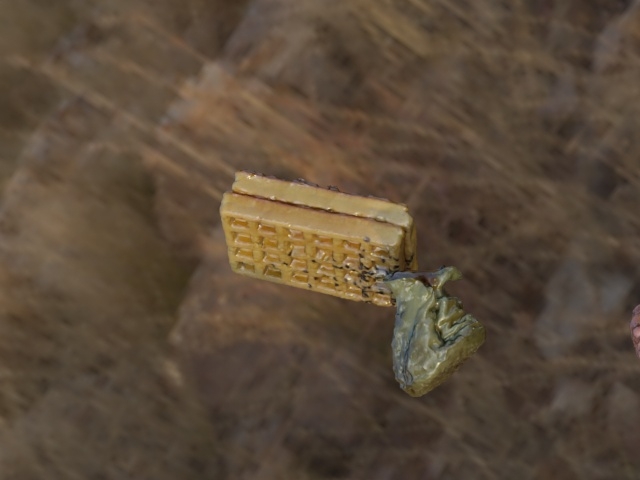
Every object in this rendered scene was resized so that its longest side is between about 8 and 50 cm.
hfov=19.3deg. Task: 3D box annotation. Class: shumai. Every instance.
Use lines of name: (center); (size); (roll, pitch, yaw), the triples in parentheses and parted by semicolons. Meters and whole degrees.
shumai: (0.069, 0.058, 1.304); (0.082, 0.080, 0.083); (-49, -12, 31)

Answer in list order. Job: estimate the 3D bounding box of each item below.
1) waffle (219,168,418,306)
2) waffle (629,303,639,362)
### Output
waffle: (0.000, 0.000, 1.447); (0.102, 0.148, 0.042); (85, -159, -56)
waffle: (0.163, 0.061, 0.829); (0.029, 0.075, 0.083); (-31, 15, 15)
